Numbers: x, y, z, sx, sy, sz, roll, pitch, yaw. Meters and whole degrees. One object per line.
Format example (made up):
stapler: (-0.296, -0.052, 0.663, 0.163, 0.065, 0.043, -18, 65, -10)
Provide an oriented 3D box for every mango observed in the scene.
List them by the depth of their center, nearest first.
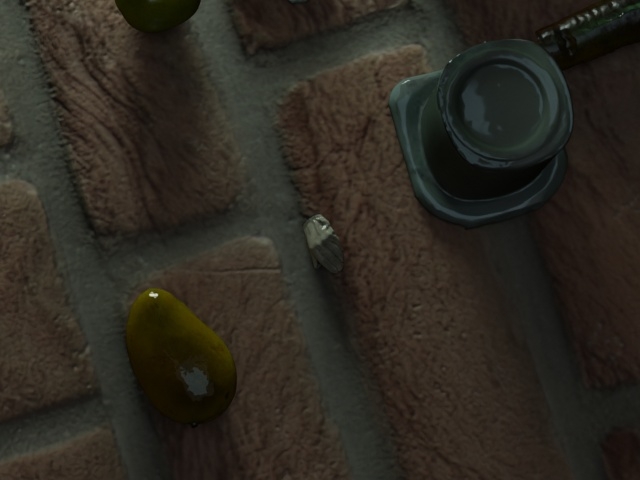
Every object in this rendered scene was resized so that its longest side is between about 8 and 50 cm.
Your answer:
mango: (-0.157, 0.127, 1.818, 0.103, 0.076, 0.161, -32, 80, -2)

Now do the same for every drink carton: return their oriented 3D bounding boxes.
drink carton: (0.195, -0.127, 1.816, 0.185, 0.189, 0.191, -13, 82, -9)

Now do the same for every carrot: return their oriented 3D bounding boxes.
carrot: (0.370, -0.257, 1.900, 0.260, 0.070, 0.070, -21, 83, -4)

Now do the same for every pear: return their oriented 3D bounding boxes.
pear: (-0.185, -0.277, 1.877, 0.097, 0.092, 0.092, 19, 81, -15)

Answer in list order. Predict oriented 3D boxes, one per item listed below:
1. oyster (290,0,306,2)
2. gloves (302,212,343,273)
oyster: (-0.049, -0.316, 1.916, 0.098, 0.037, 0.100, -38, 105, 11)
gloves: (-0.001, 0.001, 1.865, 0.044, 0.037, 0.081, -37, 89, 29)
